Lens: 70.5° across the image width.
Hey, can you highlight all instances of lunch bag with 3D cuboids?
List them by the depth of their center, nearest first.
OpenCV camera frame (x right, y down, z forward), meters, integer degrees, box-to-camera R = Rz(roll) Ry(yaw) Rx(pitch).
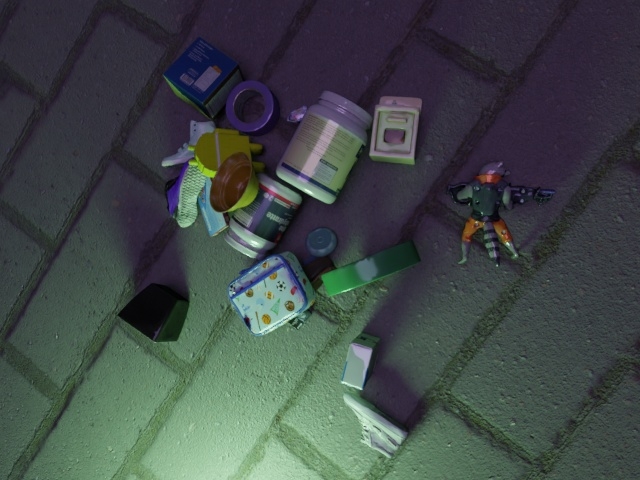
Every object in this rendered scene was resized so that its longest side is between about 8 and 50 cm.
[{"bbox_3d":[-0.184,0.185,1.606,0.303,0.115,0.243,-32,87,25],"label":"lunch bag"},{"bbox_3d":[-0.075,-0.450,1.660,0.083,0.071,0.053,-20,89,10],"label":"lunch bag"}]

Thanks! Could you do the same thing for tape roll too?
[{"bbox_3d":[0.162,0.090,1.474,0.321,0.321,0.077,-22,86,12],"label":"tape roll"},{"bbox_3d":[-0.252,-0.492,1.698,0.188,0.080,0.189,0,89,13],"label":"tape roll"}]

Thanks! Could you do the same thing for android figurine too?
[{"bbox_3d":[-0.341,-0.305,1.648,0.272,0.056,0.248,-2,66,-22],"label":"android figurine"}]

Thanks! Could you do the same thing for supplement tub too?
[{"bbox_3d":[0.016,-0.316,1.555,0.235,0.235,0.325,31,97,12],"label":"supplement tub"},{"bbox_3d":[-0.207,-0.088,1.628,0.191,0.191,0.272,32,97,11],"label":"supplement tub"}]

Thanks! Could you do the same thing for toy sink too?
[{"bbox_3d":[0.260,-0.391,1.549,0.152,0.131,0.234,8,91,13],"label":"toy sink"}]

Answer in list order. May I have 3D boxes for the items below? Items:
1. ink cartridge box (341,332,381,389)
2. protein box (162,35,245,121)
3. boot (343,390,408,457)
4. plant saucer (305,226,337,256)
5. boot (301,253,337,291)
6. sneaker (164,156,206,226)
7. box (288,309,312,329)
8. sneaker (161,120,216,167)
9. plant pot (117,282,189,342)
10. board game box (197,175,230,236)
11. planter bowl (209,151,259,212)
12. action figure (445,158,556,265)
[{"bbox_3d":[0.142,0.405,1.545,0.082,0.190,0.140,14,93,14],"label":"ink cartridge box"},{"bbox_3d":[-0.426,-0.599,1.683,0.199,0.136,0.201,37,80,11],"label":"protein box"},{"bbox_3d":[0.168,0.649,1.586,0.258,0.095,0.123,32,90,10],"label":"boot"},{"bbox_3d":[0.000,0.000,1.643,0.119,0.021,0.119,-5,64,11],"label":"plant saucer"},{"bbox_3d":[-0.042,0.129,1.663,0.219,0.082,0.106,-32,61,15],"label":"boot"},{"bbox_3d":[-0.530,-0.202,1.714,0.146,0.102,0.293,40,125,23],"label":"sneaker"},{"bbox_3d":[-0.082,0.280,1.679,0.067,0.018,0.083,41,99,-3],"label":"box"},{"bbox_3d":[-0.503,-0.375,1.748,0.255,0.094,0.151,-17,92,3],"label":"sneaker"},{"bbox_3d":[-0.617,0.268,1.738,0.187,0.188,0.167,30,85,12],"label":"plant pot"},{"bbox_3d":[-0.424,-0.168,1.726,0.145,0.027,0.282,-24,84,47],"label":"board game box"},{"bbox_3d":[-0.272,-0.180,1.526,0.217,0.090,0.217,-19,59,36],"label":"planter bowl"},{"bbox_3d":[0.584,-0.097,1.455,0.341,0.178,0.331,-4,98,15],"label":"action figure"}]
